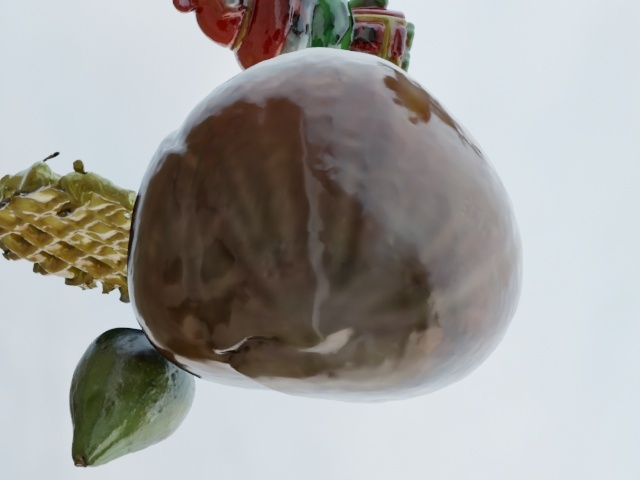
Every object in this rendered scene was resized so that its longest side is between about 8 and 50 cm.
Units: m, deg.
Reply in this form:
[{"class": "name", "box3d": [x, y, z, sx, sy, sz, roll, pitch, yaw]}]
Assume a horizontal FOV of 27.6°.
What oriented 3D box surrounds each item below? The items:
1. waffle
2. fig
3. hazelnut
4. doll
[{"class": "waffle", "box3d": [-0.272, -0.006, 1.446, 0.280, 0.262, 0.060, 80, 20, -63]}, {"class": "fig", "box3d": [-0.194, 0.165, 1.282, 0.123, 0.156, 0.123, 16, -33, 11]}, {"class": "hazelnut", "box3d": [0.000, 0.000, 1.149, 0.372, 0.372, 0.315, 15, -57, 48]}, {"class": "doll", "box3d": [-0.042, -0.309, 1.901, 0.160, 0.363, 0.183, 169, -67, -67]}]
